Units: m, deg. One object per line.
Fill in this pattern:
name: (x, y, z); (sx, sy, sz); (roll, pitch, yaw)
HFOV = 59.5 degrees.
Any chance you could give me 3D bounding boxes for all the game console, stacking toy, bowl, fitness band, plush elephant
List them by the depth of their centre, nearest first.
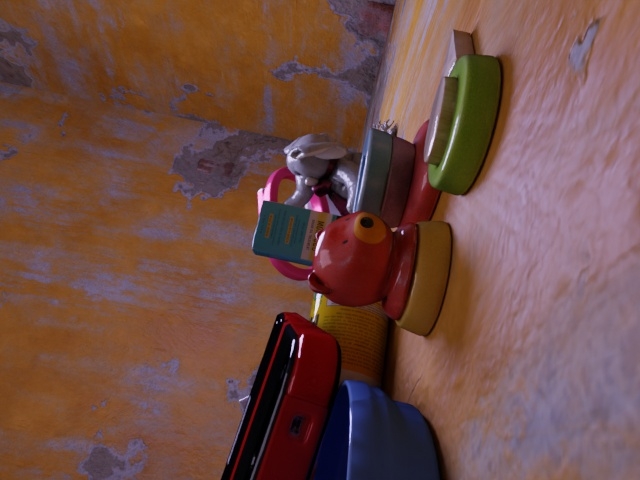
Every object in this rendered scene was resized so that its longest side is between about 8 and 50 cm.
bowl: (0.022, 0.323, 0.489); (0.391, 0.077, 0.390); (11, -90, -90)
stacking toy: (0.077, -0.086, 0.617); (0.308, 0.131, 0.279); (-80, 0, -59)
game console: (-0.078, 0.287, 0.706); (0.342, 0.060, 0.386); (162, 128, -82)
plush elephant: (0.023, -0.145, 1.324); (0.272, 0.256, 0.329); (-79, 0, -81)
fitness band: (-0.058, -0.043, 1.401); (0.054, 0.209, 0.290); (-20, 69, 42)

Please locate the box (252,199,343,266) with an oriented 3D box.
box: (0.000, 0.000, 1.067); (0.060, 0.245, 0.100); (104, 177, -79)

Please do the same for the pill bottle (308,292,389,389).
pill bottle: (0.033, 0.163, 0.793); (0.117, 0.118, 0.208); (101, 180, -62)

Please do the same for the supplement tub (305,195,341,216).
supplement tub: (0.054, -0.133, 1.640); (0.272, 0.191, 0.191); (-78, 0, -69)

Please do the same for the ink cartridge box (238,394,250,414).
ink cartridge box: (-0.050, 0.326, 1.129); (0.086, 0.209, 0.153); (63, 164, 20)

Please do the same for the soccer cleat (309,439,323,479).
soccer cleat: (0.010, 0.275, 0.917); (0.318, 0.117, 0.108); (-79, 1, -54)
